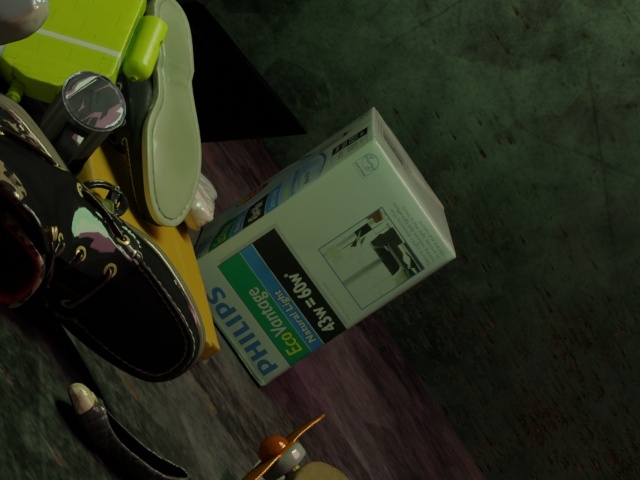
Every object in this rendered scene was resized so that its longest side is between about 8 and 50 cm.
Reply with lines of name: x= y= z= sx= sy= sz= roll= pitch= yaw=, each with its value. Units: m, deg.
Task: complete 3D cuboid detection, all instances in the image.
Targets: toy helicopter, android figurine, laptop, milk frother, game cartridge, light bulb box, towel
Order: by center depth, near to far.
toy helicopter: x=-0.034 y=0.326 z=1.804 sx=0.355 sy=0.140 sz=0.235 roll=13 pitch=50 yaw=-61
milk frother: x=-0.277 y=-0.110 z=1.846 sx=0.143 sy=0.135 sz=0.129 roll=17 pitch=56 yaw=-25
android figurine: x=-0.334 y=-0.280 z=2.010 sx=0.056 sy=0.248 sz=0.273 roll=107 pitch=-3 yaw=-58
game cartridge: x=-0.254 y=-0.012 z=2.061 sx=0.285 sy=0.053 sz=0.323 roll=51 pitch=13 yaw=-39
towel: x=-0.270 y=-0.166 z=2.299 sx=0.332 sy=0.053 sz=0.317 roll=51 pitch=2 yaw=-5
light bulb box: x=0.000 y=0.000 z=2.391 sx=0.225 sy=0.361 sz=0.358 roll=55 pitch=8 yaw=-9
laptop: x=-0.266 y=-0.354 z=2.593 sx=0.382 sy=0.236 sz=0.408 roll=49 pitch=12 yaw=-50

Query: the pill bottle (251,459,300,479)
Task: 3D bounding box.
pill bottle: x=-0.036 y=0.332 z=1.964 sx=0.116 sy=0.065 sz=0.065 roll=52 pitch=10 yaw=-30

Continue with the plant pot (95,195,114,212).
plant pot: x=-0.300 y=-0.034 z=1.776 sx=0.079 sy=0.083 sz=0.083 roll=38 pitch=17 yaw=-31

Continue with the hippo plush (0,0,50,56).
hippo plush: x=-0.436 y=-0.279 z=1.616 sx=0.236 sy=0.234 sz=0.294 roll=145 pitch=-70 yaw=-68

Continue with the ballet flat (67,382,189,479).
ballet flat: x=-0.199 y=0.201 z=1.543 sx=0.173 sy=0.049 sz=0.057 roll=53 pitch=9 yaw=-31

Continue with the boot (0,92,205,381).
boot: x=-0.272 y=0.017 z=1.494 sx=0.377 sy=0.138 sz=0.284 roll=53 pitch=7 yaw=-6

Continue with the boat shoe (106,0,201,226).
boat shoe: x=-0.246 y=-0.172 z=2.091 sx=0.127 sy=0.113 sz=0.340 roll=21 pitch=60 yaw=-58
